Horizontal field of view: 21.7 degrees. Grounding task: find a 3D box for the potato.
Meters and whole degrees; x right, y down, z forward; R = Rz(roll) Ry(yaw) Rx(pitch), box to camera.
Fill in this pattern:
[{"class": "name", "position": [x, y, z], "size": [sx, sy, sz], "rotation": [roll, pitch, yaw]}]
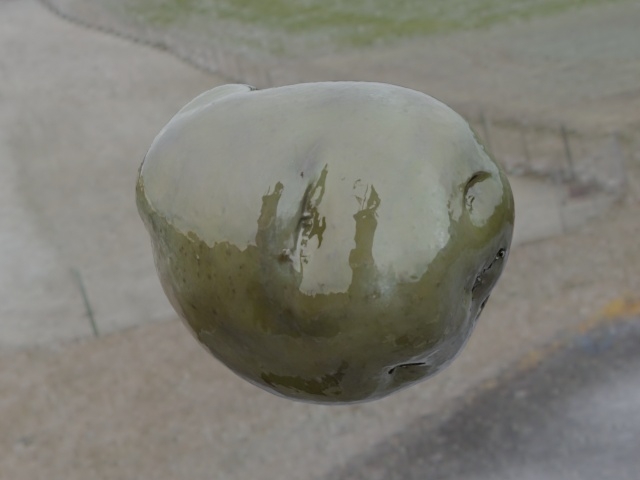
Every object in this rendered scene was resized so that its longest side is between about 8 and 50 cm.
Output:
[{"class": "potato", "position": [0.000, 0.000, 1.284], "size": [0.326, 0.243, 0.221], "rotation": [3, 20, 42]}]
